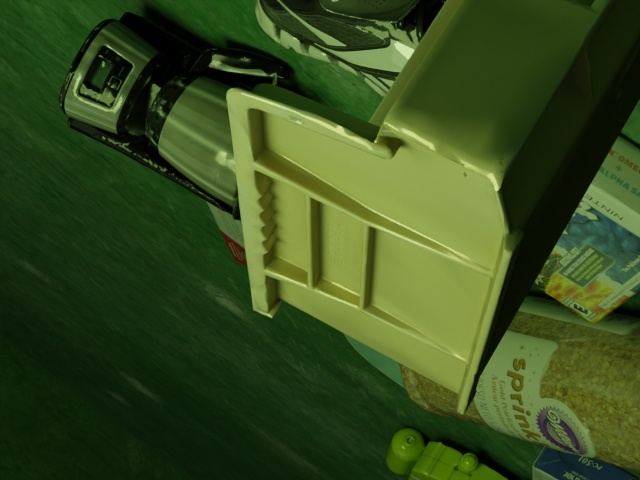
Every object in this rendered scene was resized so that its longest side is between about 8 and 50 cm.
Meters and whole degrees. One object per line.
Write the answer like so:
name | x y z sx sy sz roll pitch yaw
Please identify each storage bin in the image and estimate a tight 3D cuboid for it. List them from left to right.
storage bin | 0.082 -0.090 0.688 0.123 0.262 0.260 29 161 12

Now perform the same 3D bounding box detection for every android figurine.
android figurine | 0.187 0.309 1.850 0.248 0.056 0.273 31 162 10

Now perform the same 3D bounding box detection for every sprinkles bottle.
sprinkles bottle | 0.218 0.112 1.197 0.355 0.121 0.121 11 151 51

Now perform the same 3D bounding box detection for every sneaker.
sneaker | 0.047 -0.134 0.931 0.234 0.078 0.106 28 163 24

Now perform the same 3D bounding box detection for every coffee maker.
coffee maker | -0.103 -0.089 1.234 0.178 0.120 0.171 30 162 12

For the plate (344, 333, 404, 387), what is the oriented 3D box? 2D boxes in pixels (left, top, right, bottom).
plate | 0.105 0.122 1.567 0.188 0.024 0.188 30 162 11

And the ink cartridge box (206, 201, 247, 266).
ink cartridge box | 0.000 0.000 1.357 0.175 0.072 0.127 27 160 21

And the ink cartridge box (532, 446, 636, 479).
ink cartridge box | 0.275 0.276 1.632 0.097 0.046 0.207 28 161 20

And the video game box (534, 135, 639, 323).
video game box | 0.152 -0.031 1.064 0.187 0.048 0.205 35 162 4
